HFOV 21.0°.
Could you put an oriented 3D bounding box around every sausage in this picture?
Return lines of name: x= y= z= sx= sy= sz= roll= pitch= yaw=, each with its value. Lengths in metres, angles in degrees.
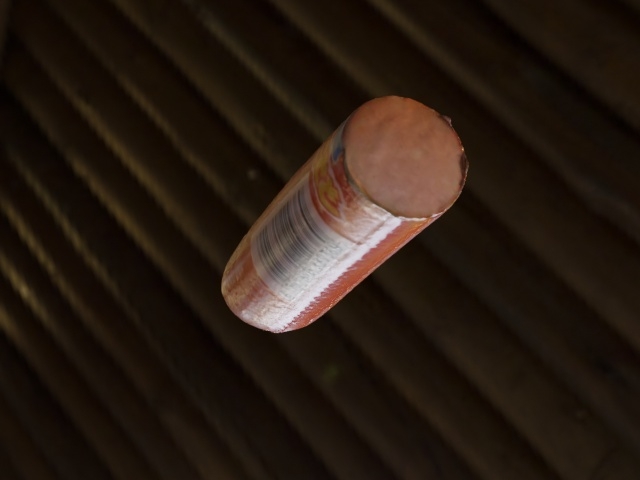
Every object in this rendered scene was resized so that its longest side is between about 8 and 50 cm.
sausage: x=0.000 y=0.000 z=1.008 sx=0.074 sy=0.074 sz=0.274 roll=62 pitch=-26 yaw=9
